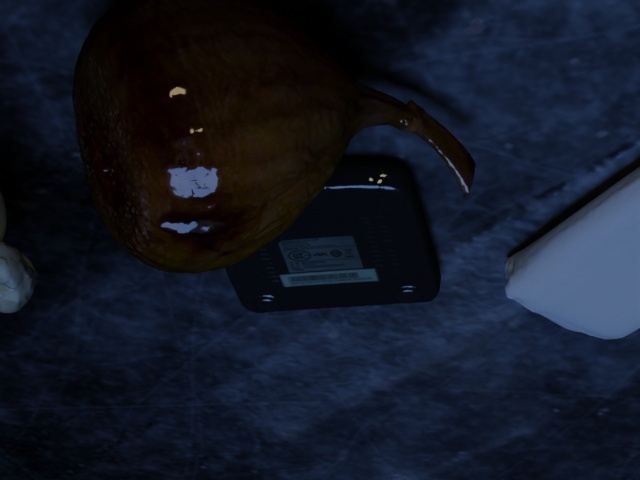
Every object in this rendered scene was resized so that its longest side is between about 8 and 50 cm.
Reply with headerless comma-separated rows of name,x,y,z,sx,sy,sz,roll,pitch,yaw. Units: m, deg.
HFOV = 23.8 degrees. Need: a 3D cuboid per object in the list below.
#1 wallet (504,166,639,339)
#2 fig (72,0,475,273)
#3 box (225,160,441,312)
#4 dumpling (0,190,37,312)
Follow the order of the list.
wallet,0.185,0.000,0.844,0.095,0.033,0.190,23,142,-20
fig,-0.015,-0.059,0.738,0.201,0.134,0.146,-9,178,-14
box,0.000,0.000,0.880,0.126,0.027,0.125,-4,144,14
dumpling,-0.227,0.003,0.858,0.136,0.118,0.199,13,174,-26
